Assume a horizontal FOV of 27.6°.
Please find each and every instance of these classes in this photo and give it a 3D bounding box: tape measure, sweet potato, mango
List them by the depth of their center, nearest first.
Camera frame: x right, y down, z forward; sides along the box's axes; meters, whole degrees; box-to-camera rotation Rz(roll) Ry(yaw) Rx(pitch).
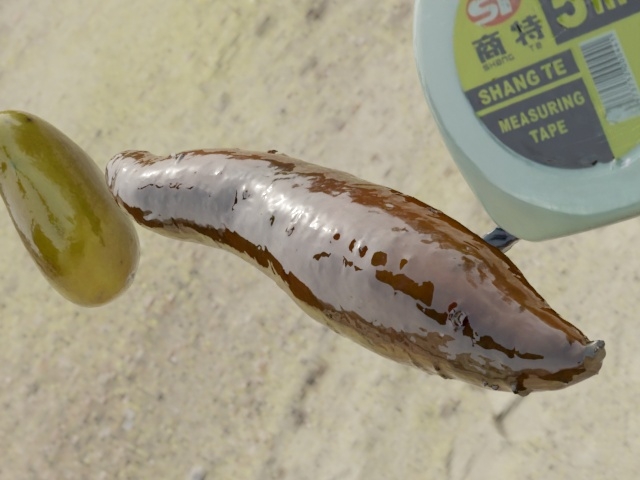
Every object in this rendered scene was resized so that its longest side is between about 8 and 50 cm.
[{"bbox_3d":[0.001,0.000,0.473,0.264,0.057,0.057,24,80,50],"label":"sweet potato"},{"bbox_3d":[0.112,-0.083,0.765,0.351,0.215,0.098,-21,5,42],"label":"tape measure"},{"bbox_3d":[-0.186,-0.026,0.930,0.076,0.161,0.103,-29,23,6],"label":"mango"}]
